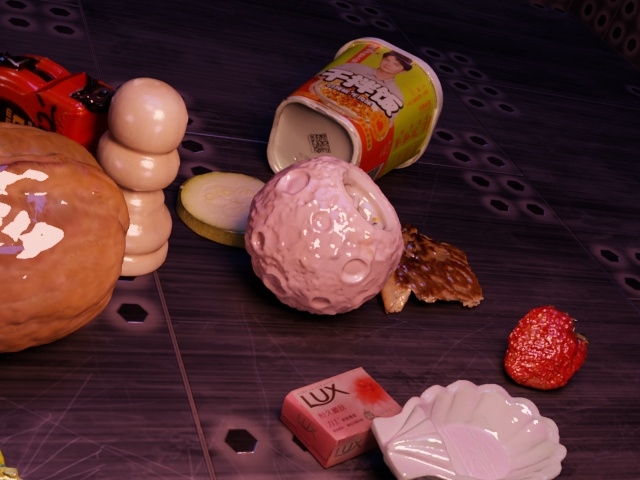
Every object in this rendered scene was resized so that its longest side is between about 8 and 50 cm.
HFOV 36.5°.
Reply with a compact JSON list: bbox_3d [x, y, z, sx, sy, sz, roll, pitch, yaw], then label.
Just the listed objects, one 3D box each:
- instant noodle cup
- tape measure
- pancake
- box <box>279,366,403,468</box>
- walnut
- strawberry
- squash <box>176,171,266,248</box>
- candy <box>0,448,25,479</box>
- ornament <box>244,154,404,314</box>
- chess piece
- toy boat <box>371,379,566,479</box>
[{"bbox_3d":[0.061,-0.236,1.980,0.294,0.294,0.308,31,39,16],"label":"instant noodle cup"},{"bbox_3d":[-0.461,-0.183,1.565,0.260,0.253,0.114,29,35,12],"label":"tape measure"},{"bbox_3d":[0.177,0.049,1.780,0.257,0.056,0.212,4,41,-39],"label":"pancake"},{"bbox_3d":[0.033,0.248,1.375,0.156,0.060,0.111,-12,42,-44],"label":"box"},{"bbox_3d":[-0.416,-0.004,1.288,0.344,0.306,0.306,-5,39,-31],"label":"walnut"},{"bbox_3d":[0.377,0.188,1.639,0.131,0.148,0.131,43,-5,5],"label":"strawberry"},{"bbox_3d":[-0.156,-0.056,1.768,0.219,0.041,0.219,11,31,-7],"label":"squash"},{"bbox_3d":[-0.320,0.295,1.093,0.262,0.073,0.077,28,4,0],"label":"candy"},{"bbox_3d":[0.000,0.000,1.575,0.259,0.225,0.259,40,26,-25],"label":"ornament"},{"bbox_3d":[-0.290,-0.107,1.505,0.167,0.299,0.167,14,33,-9],"label":"chess piece"},{"bbox_3d":[0.203,0.295,1.361,0.290,0.100,0.199,3,34,-29],"label":"toy boat"}]
